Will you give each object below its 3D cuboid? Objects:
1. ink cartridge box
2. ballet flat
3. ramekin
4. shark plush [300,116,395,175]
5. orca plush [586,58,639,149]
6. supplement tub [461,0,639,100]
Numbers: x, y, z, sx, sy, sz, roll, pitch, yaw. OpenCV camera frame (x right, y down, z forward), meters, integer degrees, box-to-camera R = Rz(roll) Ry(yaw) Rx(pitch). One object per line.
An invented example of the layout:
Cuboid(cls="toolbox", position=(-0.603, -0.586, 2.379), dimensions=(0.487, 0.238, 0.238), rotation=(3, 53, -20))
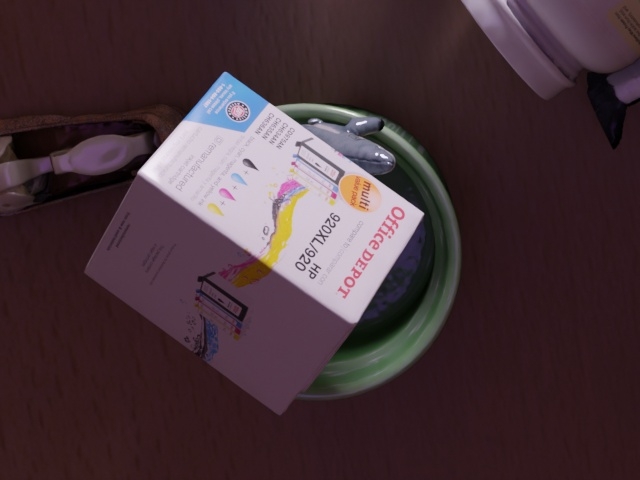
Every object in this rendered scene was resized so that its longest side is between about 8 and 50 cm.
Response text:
Cuboid(cls="ink cartridge box", position=(-0.059, 0.004, 1.532), dimensions=(0.233, 0.171, 0.168), rotation=(35, 137, 0))
Cuboid(cls="ballet flat", position=(-0.288, -0.085, 1.767), dimensions=(0.316, 0.106, 0.107), rotation=(-14, 100, 13))
Cuboid(cls="ramekin", position=(0.000, 0.000, 1.716), dimensions=(0.303, 0.148, 0.303), rotation=(2, 102, 9))
Cuboid(cls="shark plush", position=(-0.005, -0.096, 1.583), dimensions=(0.161, 0.067, 0.073), rotation=(22, 105, 4))
Cuboid(cls="orca plush", position=(0.415, -0.162, 1.638), dimensions=(0.287, 0.151, 0.102), rotation=(-31, 127, 12))
Cuboid(cls="supplement tub", position=(0.286, -0.306, 1.555), dimensions=(0.325, 0.235, 0.235), rotation=(-36, 94, 15))
